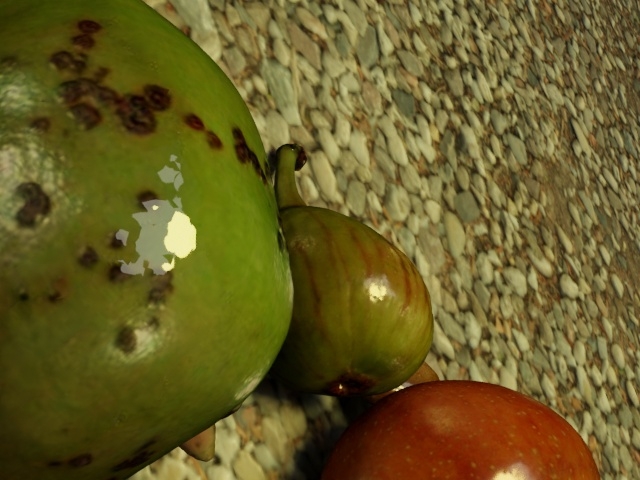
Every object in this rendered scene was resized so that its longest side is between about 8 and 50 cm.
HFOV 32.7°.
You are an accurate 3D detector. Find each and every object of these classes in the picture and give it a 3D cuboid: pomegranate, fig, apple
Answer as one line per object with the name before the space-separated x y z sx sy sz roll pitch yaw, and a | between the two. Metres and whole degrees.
pomegranate | -0.124 0.012 0.587 0.323 0.290 0.291 33 46 -39
fig | 0.000 0.000 0.883 0.151 0.151 0.259 22 45 -46
apple | 0.106 0.205 0.853 0.173 0.210 0.235 44 7 35

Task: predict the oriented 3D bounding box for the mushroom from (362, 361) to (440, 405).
mushroom | 0.074 0.141 0.956 0.130 0.072 0.088 61 0 -13
